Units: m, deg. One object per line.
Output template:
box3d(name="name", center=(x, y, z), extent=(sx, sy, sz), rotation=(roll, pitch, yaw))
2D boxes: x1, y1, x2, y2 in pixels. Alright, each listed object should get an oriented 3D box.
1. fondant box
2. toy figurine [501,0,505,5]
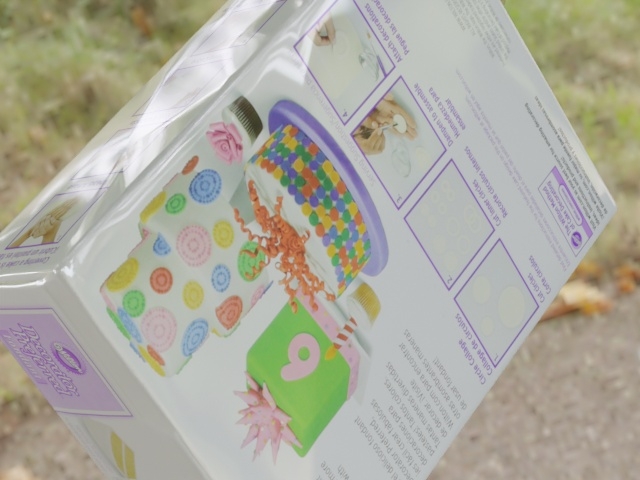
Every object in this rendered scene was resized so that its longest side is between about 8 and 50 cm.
box3d(name="fondant box", center=(0.000, 0.000, 1.010), extent=(0.096, 0.238, 0.330), rotation=(-5, 37, 46))
box3d(name="toy figurine", center=(0.209, -0.251, 1.271), extent=(0.362, 0.217, 0.191), rotation=(-67, 9, -17))
